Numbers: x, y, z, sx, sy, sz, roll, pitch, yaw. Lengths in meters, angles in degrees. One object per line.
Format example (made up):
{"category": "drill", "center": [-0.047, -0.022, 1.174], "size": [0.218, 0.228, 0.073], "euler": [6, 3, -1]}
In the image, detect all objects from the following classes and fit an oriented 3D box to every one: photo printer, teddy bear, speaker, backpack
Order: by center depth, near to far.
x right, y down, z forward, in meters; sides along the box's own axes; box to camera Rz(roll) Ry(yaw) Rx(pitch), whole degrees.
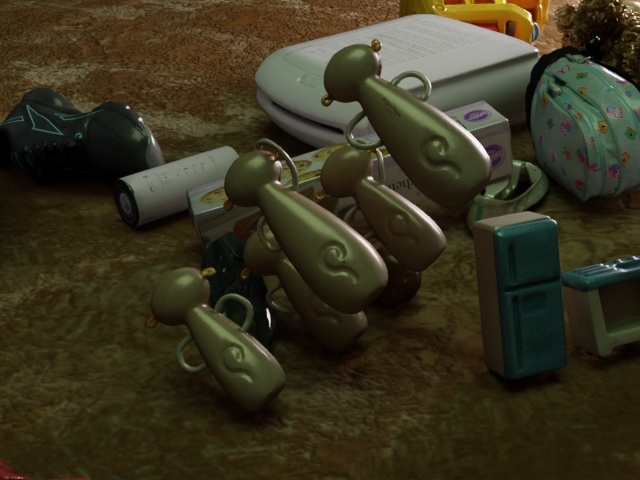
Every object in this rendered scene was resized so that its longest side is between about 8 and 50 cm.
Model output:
{"category": "speaker", "center": [-0.149, -0.060, 1.048], "size": [0.136, 0.055, 0.055], "euler": [-22, 34, -33]}
{"category": "backpack", "center": [0.296, -0.117, 1.058], "size": [0.115, 0.152, 0.182], "euler": [-23, 34, -4]}
{"category": "teddy bear", "center": [0.402, -0.226, 1.175], "size": [0.245, 0.113, 0.338], "euler": [27, 13, 2]}
{"category": "photo printer", "center": [0.089, -0.193, 1.227], "size": [0.307, 0.107, 0.256], "euler": [-21, 33, -31]}

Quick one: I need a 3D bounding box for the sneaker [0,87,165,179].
{"category": "sneaker", "center": [-0.284, -0.102, 1.121], "size": [0.267, 0.101, 0.106], "euler": [15, 46, 41]}

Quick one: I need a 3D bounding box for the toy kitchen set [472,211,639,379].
{"category": "toy kitchen set", "center": [0.246, 0.037, 0.724], "size": [0.207, 0.122, 0.166], "euler": [-11, 12, -17]}

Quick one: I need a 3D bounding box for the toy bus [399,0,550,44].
{"category": "toy bus", "center": [0.242, -0.311, 1.420], "size": [0.220, 0.149, 0.211], "euler": [-3, 41, -8]}

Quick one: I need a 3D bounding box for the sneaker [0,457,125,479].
{"category": "sneaker", "center": [-0.186, 0.185, 0.547], "size": [0.276, 0.098, 0.135], "euler": [13, 31, 30]}

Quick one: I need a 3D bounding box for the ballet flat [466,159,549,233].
{"category": "ballet flat", "center": [0.201, -0.056, 1.021], "size": [0.057, 0.052, 0.168], "euler": [12, 31, 25]}

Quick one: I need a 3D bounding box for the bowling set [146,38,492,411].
{"category": "bowling set", "center": [0.000, 0.000, 0.805], "size": [0.287, 0.200, 0.154], "euler": [-44, 76, -1]}

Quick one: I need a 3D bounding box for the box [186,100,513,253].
{"category": "box", "center": [0.030, -0.059, 0.970], "size": [0.323, 0.063, 0.067], "euler": [-17, 31, -6]}

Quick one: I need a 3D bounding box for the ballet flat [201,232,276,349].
{"category": "ballet flat", "center": [-0.074, 0.056, 0.855], "size": [0.057, 0.049, 0.173], "euler": [19, 27, -20]}
